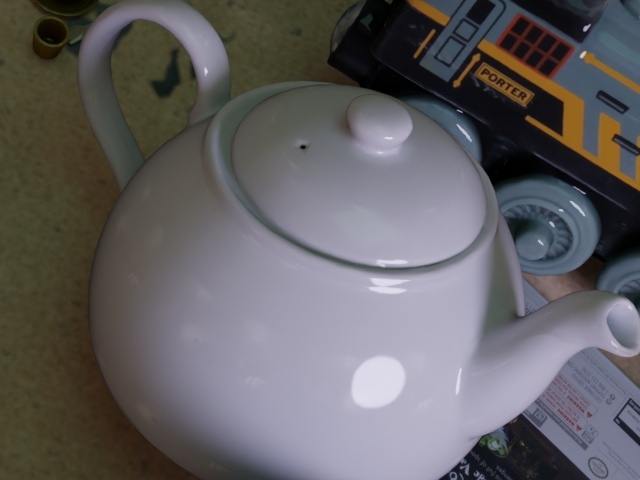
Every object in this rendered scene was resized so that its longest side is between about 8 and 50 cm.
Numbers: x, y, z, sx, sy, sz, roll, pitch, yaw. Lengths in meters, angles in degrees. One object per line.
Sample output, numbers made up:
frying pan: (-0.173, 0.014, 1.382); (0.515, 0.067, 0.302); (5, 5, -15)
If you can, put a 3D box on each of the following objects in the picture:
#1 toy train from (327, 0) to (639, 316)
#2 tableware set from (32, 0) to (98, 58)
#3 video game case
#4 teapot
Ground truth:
toy train: (0.170, -0.073, 0.931); (0.334, 0.190, 0.142); (32, 45, -5)
tableware set: (-0.199, -0.178, 0.944); (0.104, 0.024, 0.154); (-34, 82, -31)
video game case: (0.122, 0.124, 0.928); (0.190, 0.022, 0.173); (44, 58, 2)
teapot: (0.000, 0.000, 0.807); (0.256, 0.187, 0.252); (5, 41, -15)
